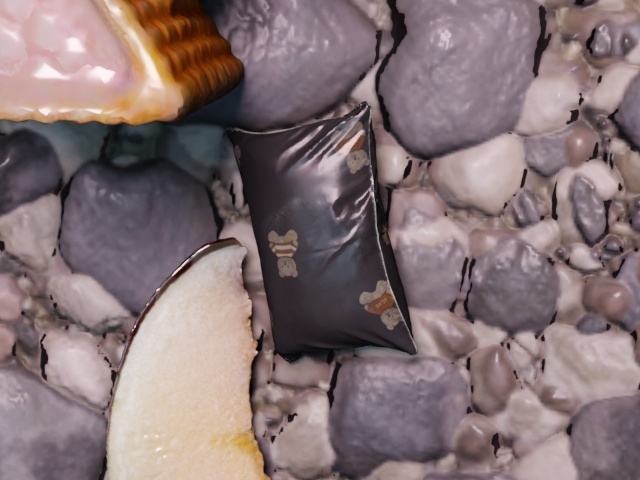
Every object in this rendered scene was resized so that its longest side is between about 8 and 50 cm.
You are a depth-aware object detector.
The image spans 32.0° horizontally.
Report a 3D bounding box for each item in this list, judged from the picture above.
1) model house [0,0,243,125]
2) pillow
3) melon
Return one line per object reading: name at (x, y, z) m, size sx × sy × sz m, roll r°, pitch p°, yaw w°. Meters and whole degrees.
model house at (-0.129, -0.178, 0.572) m, size 0.237 × 0.202 × 0.237 m, roll 29°, pitch 99°, yaw -1°
pillow at (0.000, 0.000, 0.646) m, size 0.090 × 0.048 × 0.150 m, roll -10°, pitch 100°, yaw 10°
melon at (-0.082, 0.090, 0.676) m, size 0.098 × 0.054 × 0.182 m, roll -4°, pitch 99°, yaw 6°
